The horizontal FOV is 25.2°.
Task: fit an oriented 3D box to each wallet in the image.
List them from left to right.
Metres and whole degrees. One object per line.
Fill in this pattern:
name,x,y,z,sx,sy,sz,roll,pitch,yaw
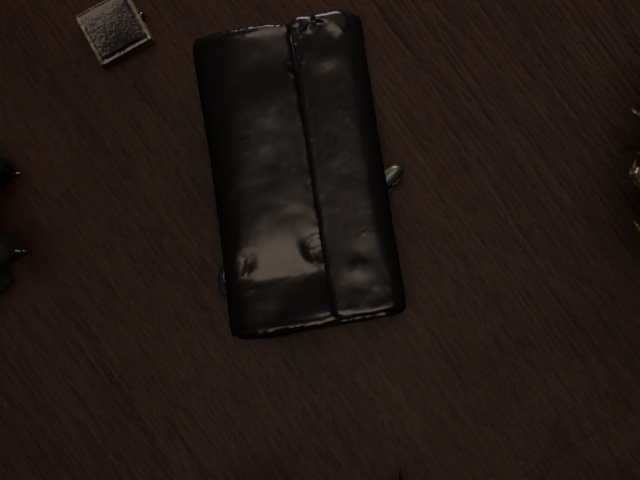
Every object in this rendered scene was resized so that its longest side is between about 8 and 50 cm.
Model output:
wallet,-0.030,-0.086,1.840,0.228,0.062,0.406,-11,78,8

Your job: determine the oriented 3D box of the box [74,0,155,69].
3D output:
box,-0.271,-0.282,1.904,0.083,0.035,0.079,-29,86,2

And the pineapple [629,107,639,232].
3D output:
pineapple,0.545,-0.100,1.709,0.352,0.352,0.300,6,87,3

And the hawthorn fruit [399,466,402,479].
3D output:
hawthorn fruit,0.091,0.404,1.798,0.181,0.181,0.235,-3,70,3

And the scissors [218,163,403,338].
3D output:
scissors,0.000,0.000,1.874,0.289,0.041,0.138,-42,86,4

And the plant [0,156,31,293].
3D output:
plant,-0.488,-0.049,1.825,0.188,0.199,0.276,-43,79,4
